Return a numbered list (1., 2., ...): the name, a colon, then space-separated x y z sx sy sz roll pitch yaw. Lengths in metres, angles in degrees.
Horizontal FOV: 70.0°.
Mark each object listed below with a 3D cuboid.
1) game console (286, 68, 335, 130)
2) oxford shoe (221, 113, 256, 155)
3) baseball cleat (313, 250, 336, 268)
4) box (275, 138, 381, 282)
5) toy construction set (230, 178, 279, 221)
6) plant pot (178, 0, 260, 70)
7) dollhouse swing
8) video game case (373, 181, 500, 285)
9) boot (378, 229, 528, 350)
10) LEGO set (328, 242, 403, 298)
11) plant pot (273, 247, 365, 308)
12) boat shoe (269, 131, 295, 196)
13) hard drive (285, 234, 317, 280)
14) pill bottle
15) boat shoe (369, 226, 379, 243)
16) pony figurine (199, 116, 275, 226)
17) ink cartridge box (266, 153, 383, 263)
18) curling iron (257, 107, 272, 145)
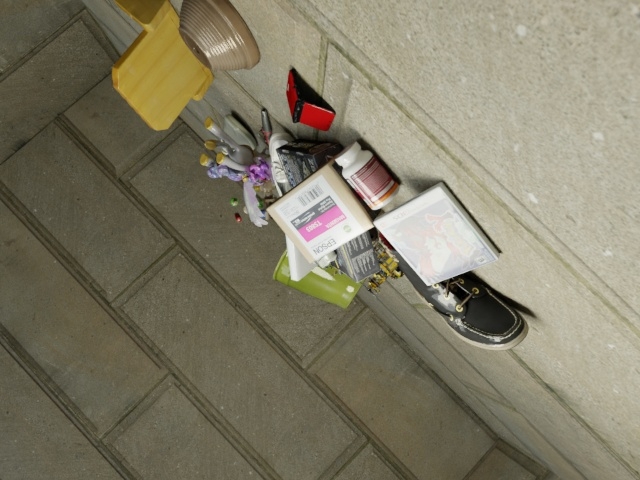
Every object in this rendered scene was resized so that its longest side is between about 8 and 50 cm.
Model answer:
1. game console: -0.027 -0.333 1.100 0.144 0.085 0.123 155 102 -81
2. oxford shoe: -0.380 -0.432 2.045 0.169 0.130 0.449 48 171 -2
3. baseball cleat: 0.000 0.000 1.320 0.110 0.072 0.205 31 150 31
4. box: 0.016 -0.101 1.370 0.318 0.097 0.394 33 147 65
5. toy construction set: -0.273 -0.210 2.082 0.257 0.309 0.237 57 174 -20
6. plant pot: -0.270 -0.506 1.133 0.237 0.110 0.237 45 173 7
7. dollhouse swing: -0.585 -0.610 1.543 0.315 0.305 0.346 42 173 23
8. video game case: 0.240 -0.005 0.964 0.201 0.023 0.184 47 135 -13
9. boot: 0.307 0.092 1.125 0.284 0.138 0.377 50 176 -32
10. LEGO set: 0.133 0.079 1.728 0.331 0.192 0.255 44 172 9
11. plant pot: 0.033 0.123 2.079 0.353 0.366 0.366 33 171 8
12. boat shoe: -0.114 -0.231 1.531 0.276 0.098 0.096 81 -171 -49
13. hard drive: -0.051 -0.037 1.621 0.040 0.203 0.307 11 119 31
14. pill bottle: 0.107 -0.152 1.061 0.152 0.086 0.086 48 172 -14
15. boat shoe: 0.141 -0.031 1.468 0.116 0.097 0.324 46 172 1
16. pony figurine: -0.272 -0.275 1.752 0.364 0.303 0.350 16 -138 -48
17. ink cartridge box: 0.009 -0.075 1.166 0.193 0.235 0.088 52 -145 -8
18. curling iron: -0.196 -0.394 1.593 0.068 0.035 0.274 45 173 1
